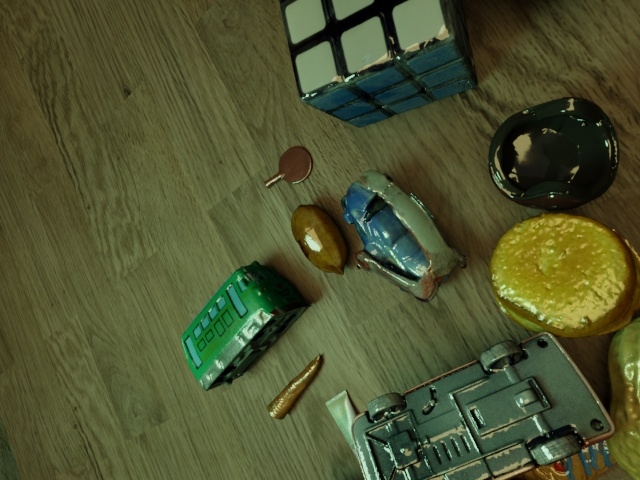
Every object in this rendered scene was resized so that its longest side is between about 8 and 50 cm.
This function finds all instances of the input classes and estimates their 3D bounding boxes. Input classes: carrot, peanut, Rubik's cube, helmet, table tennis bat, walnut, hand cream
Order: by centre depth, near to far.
[{"bbox_3d":[0.586,0.281,0.733,0.146,0.147,0.306,5,89,26],"label":"peanut"},{"bbox_3d":[0.424,-0.151,0.763,0.215,0.193,0.190,8,90,17],"label":"helmet"},{"bbox_3d":[0.124,-0.437,0.833,0.300,0.305,0.304,-13,89,28],"label":"Rubik's cube"},{"bbox_3d":[0.000,0.000,1.035,0.115,0.115,0.207,-38,84,23],"label":"walnut"},{"bbox_3d":[0.081,0.482,1.058,0.076,0.047,0.174,-41,67,23],"label":"hand cream"},{"bbox_3d":[-0.089,-0.189,1.112,0.154,0.019,0.098,-30,80,22],"label":"table tennis bat"},{"bbox_3d":[-0.060,0.395,1.119,0.057,0.057,0.224,43,105,18],"label":"carrot"}]

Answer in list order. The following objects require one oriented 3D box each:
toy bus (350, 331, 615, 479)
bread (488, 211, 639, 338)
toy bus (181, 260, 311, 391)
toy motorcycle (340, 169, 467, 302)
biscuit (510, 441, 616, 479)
[{"bbox_3d":[0.290,0.360,0.792,0.426,0.233,0.203,-28,53,11],"label":"toy bus"},{"bbox_3d":[0.454,0.061,0.778,0.268,0.145,0.269,-8,76,34],"label":"bread"},{"bbox_3d":[-0.213,0.220,1.108,0.343,0.183,0.199,-48,68,19],"label":"toy bus"},{"bbox_3d":[0.172,-0.031,0.899,0.319,0.182,0.241,46,138,17],"label":"toy motorcycle"},{"bbox_3d":[0.477,0.449,0.864,0.280,0.043,0.183,-26,78,22],"label":"biscuit"}]
